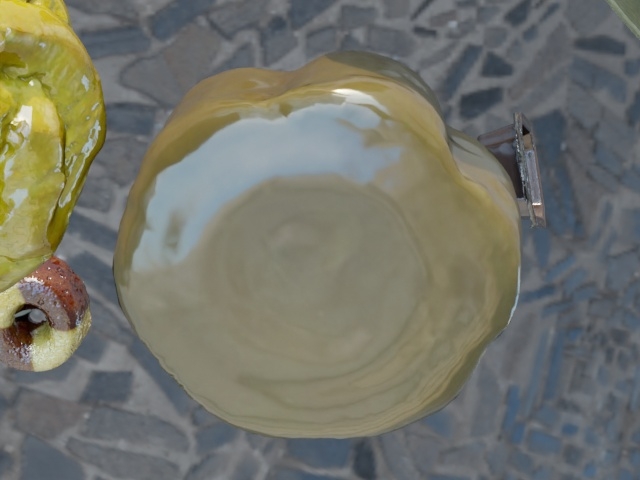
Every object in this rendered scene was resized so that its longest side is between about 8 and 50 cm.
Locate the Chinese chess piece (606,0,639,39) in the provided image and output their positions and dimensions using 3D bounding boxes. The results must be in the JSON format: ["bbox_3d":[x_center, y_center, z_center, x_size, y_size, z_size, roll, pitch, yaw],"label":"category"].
[{"bbox_3d":[0.234,-0.154,0.708,0.092,0.238,0.238,-43,128,4],"label":"Chinese chess piece"}]

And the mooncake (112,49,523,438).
[{"bbox_3d":[0.000,0.000,1.445,0.262,0.467,0.466,-78,154,-63],"label":"mooncake"}]

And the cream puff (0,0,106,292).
[{"bbox_3d":[-0.352,-0.100,0.996,0.324,0.291,0.257,-35,166,8],"label":"cream puff"}]

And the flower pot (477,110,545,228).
[{"bbox_3d":[0.296,-0.102,1.941,0.251,0.084,0.178,3,80,-75],"label":"flower pot"}]

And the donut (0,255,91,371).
[{"bbox_3d":[-0.416,0.109,1.782,0.166,0.073,0.184,4,118,-7],"label":"donut"}]
